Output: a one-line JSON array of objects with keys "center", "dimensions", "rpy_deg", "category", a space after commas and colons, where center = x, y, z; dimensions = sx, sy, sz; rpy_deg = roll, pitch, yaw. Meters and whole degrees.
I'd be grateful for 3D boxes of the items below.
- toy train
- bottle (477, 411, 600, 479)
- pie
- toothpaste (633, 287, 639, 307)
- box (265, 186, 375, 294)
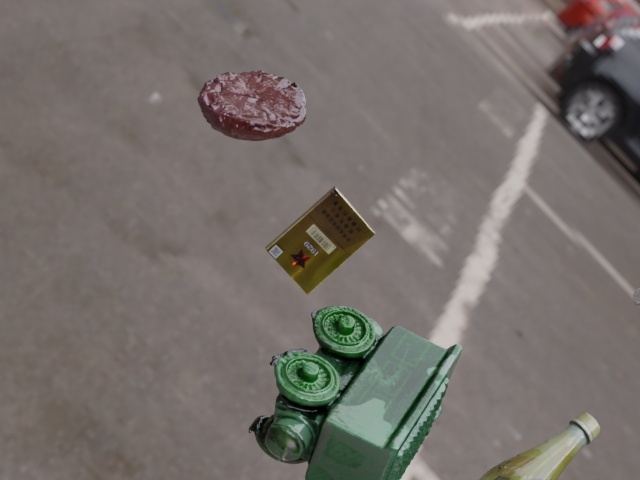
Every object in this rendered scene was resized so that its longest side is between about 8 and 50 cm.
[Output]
[{"center": [0.039, 0.200, 2.016], "dimensions": [0.202, 0.145, 0.266], "rpy_deg": [27, 39, 10], "category": "toy train"}, {"center": [0.268, 0.322, 2.149], "dimensions": [0.083, 0.270, 0.083], "rpy_deg": [45, -19, 20], "category": "bottle"}, {"center": [-0.087, -0.178, 2.120], "dimensions": [0.155, 0.036, 0.154], "rpy_deg": [5, 35, -4], "category": "pie"}, {"center": [0.488, 0.086, 2.227], "dimensions": [0.031, 0.048, 0.190], "rpy_deg": [1, -6, 41], "category": "toothpaste"}, {"center": [0.000, 0.000, 2.274], "dimensions": [0.090, 0.133, 0.023], "rpy_deg": [47, 4, -11], "category": "box"}]
